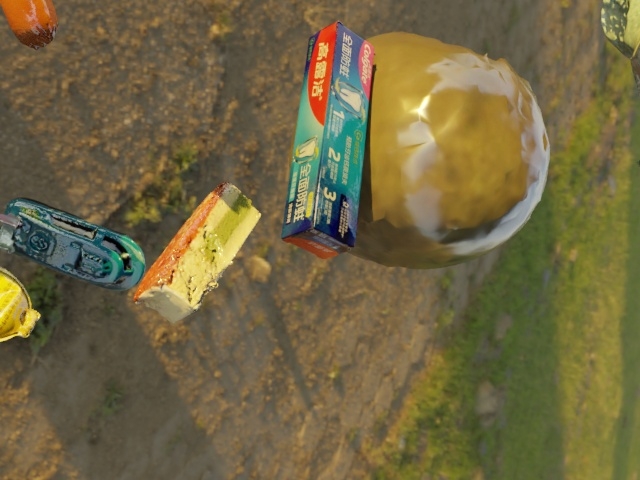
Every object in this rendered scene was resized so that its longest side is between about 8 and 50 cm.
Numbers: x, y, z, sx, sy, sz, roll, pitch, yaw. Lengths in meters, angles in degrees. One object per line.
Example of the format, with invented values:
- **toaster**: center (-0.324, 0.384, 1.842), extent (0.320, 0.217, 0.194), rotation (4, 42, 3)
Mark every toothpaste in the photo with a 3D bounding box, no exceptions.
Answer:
- **toothpaste**: center (0.013, -0.138, 1.141), extent (0.076, 0.066, 0.320), rotation (27, 57, -36)

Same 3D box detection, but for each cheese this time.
- **cheese**: center (-0.572, 0.081, 1.369), extent (0.064, 0.250, 0.156), rotation (-48, -162, 38)

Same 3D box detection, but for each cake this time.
- **cake**: center (-0.182, 0.026, 1.227), extent (0.086, 0.117, 0.220), rotation (42, 44, -17)

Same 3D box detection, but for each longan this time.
- **longan**: center (0.163, -0.146, 1.385), extent (0.404, 0.436, 0.404), rotation (5, 79, -25)

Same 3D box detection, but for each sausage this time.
- **sausage**: center (-0.603, -0.545, 1.673), extent (0.094, 0.097, 0.348), rotation (-11, 82, -73)

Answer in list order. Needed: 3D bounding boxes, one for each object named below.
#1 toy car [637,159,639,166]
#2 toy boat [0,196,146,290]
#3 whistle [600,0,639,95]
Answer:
- **toy car**: center (0.521, -0.108, 1.297), extent (0.122, 0.035, 0.059), rotation (50, 61, -25)
- **toy boat**: center (-0.500, 0.026, 1.713), extent (0.092, 0.299, 0.134), rotation (-90, -157, -65)
- **whistle**: center (0.459, -0.242, 1.070), extent (0.348, 0.189, 0.189), rotation (-106, -174, -56)
